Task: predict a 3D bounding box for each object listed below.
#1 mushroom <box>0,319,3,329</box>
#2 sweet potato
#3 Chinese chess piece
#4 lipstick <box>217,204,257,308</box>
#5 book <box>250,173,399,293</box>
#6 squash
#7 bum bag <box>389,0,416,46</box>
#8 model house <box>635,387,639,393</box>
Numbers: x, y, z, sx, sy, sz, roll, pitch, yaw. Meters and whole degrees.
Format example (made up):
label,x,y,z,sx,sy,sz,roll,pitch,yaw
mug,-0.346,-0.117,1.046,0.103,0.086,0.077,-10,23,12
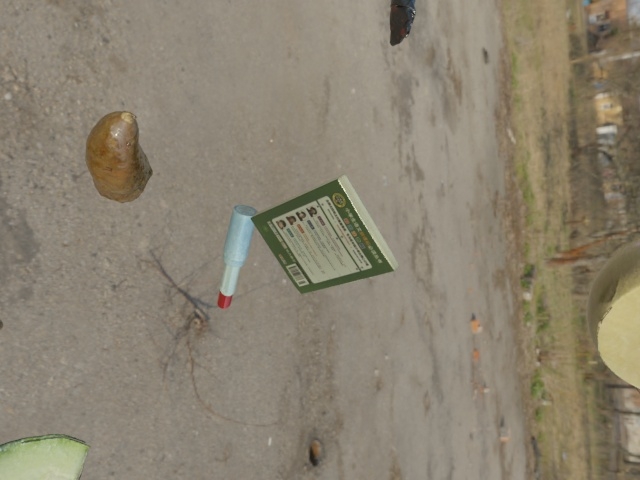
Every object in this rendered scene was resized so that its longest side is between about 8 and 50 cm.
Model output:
label,x,y,z,sx,sy,sz,roll,pitch,yaw
mushroom,-0.584,0.073,0.911,0.213,0.088,0.097,58,-5,26
sweet potato,-0.306,-0.114,0.849,0.092,0.341,0.114,-8,95,-20
Chinese chess piece,0.466,0.093,0.683,0.251,0.250,0.097,65,33,-33
lipstick,-0.212,0.047,1.353,0.068,0.061,0.274,-114,-144,-57
book,0.000,0.000,1.074,0.027,0.264,0.202,-44,107,-43
squash,-0.413,0.323,0.693,0.184,0.085,0.192,41,65,-56
bum bag,0.130,-0.374,0.882,0.034,0.058,0.125,2,86,-26
model house,0.684,0.250,0.938,0.202,0.236,0.237,55,14,-23
